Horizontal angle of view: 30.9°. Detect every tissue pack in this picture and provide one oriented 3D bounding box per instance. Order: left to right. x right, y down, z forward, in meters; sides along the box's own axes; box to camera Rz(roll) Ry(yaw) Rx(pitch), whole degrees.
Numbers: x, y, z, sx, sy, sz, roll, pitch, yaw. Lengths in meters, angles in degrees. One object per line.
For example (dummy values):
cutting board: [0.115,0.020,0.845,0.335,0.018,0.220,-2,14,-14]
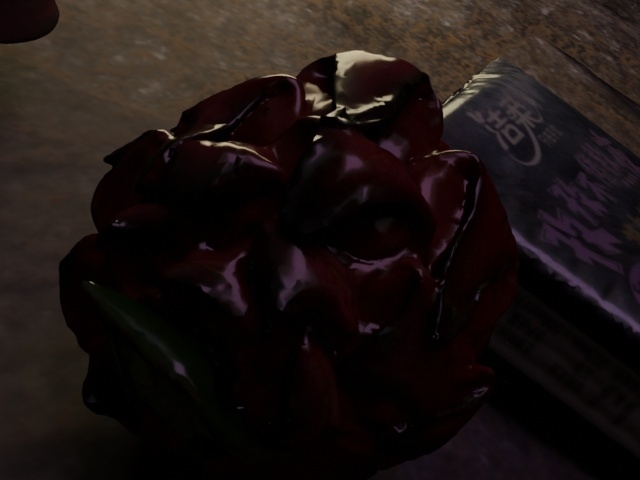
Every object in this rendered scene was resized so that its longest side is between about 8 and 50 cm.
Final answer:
tissue pack: [0.210,0.030,0.813,0.361,0.122,0.259,36,32,8]

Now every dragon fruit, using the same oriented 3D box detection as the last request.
dragon fruit: [0.000,0.000,0.594,0.234,0.233,0.293,29,47,1]

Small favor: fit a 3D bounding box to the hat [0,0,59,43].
hat: [-0.278,-0.177,0.789,0.206,0.089,0.205,21,25,-11]
